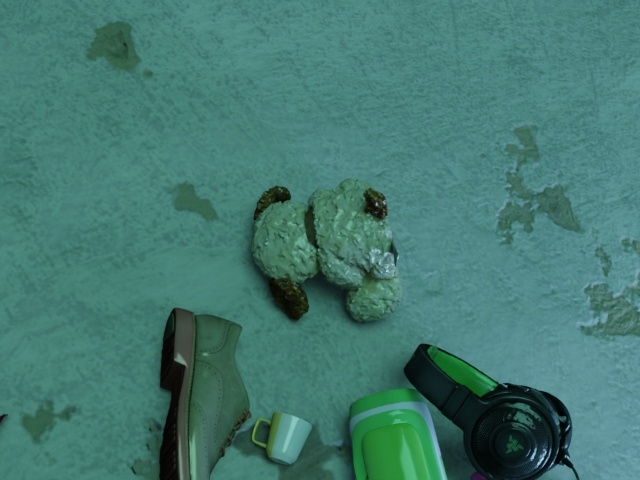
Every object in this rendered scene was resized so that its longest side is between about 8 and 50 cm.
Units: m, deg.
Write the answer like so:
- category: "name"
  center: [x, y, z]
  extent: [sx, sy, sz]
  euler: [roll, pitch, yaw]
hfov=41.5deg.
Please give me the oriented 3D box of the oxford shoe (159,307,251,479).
- category: "oxford shoe"
  center: [-0.155, 0.259, 1.194]
  extent: [0.130, 0.123, 0.348]
  euler: [8, 62, -21]

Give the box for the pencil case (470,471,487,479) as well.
- category: "pencil case"
  center: [0.346, 0.416, 1.290]
  extent: [0.236, 0.104, 0.104]
  euler: [13, 59, -13]

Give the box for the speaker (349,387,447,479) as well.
- category: "speaker"
  center: [0.126, 0.372, 1.222]
  extent: [0.131, 0.131, 0.296]
  euler: [-3, 64, -20]

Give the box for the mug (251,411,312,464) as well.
- category: "mug"
  center: [-0.056, 0.295, 1.251]
  extent: [0.062, 0.078, 0.064]
  euler: [37, 61, -36]

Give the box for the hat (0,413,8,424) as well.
- category: "hat"
  center: [-0.430, 0.327, 1.038]
  extent: [0.183, 0.173, 0.208]
  euler: [-19, 78, -32]

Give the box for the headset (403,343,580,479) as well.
- category: "headset"
  center: [0.309, 0.261, 1.241]
  extent: [0.394, 0.243, 0.185]
  euler: [37, 98, 25]

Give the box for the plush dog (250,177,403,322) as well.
- category: "plush dog"
  center: [0.000, 0.000, 1.363]
  extent: [0.225, 0.210, 0.262]
  euler: [-13, 66, 1]
